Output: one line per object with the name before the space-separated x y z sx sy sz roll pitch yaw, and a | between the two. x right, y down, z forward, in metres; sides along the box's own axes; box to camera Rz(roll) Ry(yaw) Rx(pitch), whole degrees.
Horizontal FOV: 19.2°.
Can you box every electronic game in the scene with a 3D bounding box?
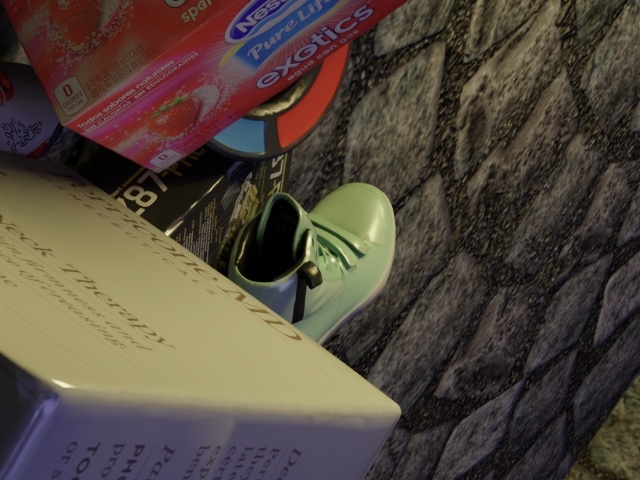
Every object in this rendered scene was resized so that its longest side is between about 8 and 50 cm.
electronic game | -0.051 -0.176 1.485 0.229 0.048 0.229 -9 102 -48

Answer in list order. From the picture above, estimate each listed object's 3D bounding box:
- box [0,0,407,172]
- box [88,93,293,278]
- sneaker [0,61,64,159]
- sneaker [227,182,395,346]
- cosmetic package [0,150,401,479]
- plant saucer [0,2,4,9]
box | -0.053 -0.199 1.256 0.300 0.154 0.142 -33 158 13
box | -0.150 0.092 1.605 0.318 0.097 0.395 -45 155 -42
sneaker | -0.257 -0.108 1.235 0.270 0.090 0.145 -23 142 -46
sneaker | 0.000 0.000 1.617 0.151 0.094 0.256 94 23 -44
cosmetic package | -0.229 0.142 1.106 0.327 0.329 0.393 -60 154 9
plant saucer | -0.221 -0.194 1.285 0.067 0.018 0.192 -59 156 7
